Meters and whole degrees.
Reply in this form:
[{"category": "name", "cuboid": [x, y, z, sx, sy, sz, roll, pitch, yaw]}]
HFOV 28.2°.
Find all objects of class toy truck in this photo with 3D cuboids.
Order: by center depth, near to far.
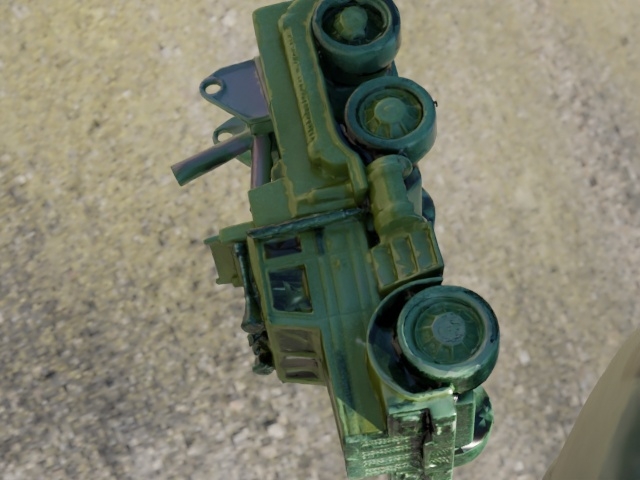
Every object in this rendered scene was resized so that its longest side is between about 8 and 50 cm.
[{"category": "toy truck", "cuboid": [0.004, 0.002, 0.651, 0.128, 0.135, 0.259, 82, -8, -60]}]

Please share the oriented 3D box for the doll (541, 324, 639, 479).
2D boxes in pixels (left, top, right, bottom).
[{"category": "doll", "cuboid": [0.284, 0.175, 0.689, 0.226, 0.370, 0.215, 76, 37, -57]}]
